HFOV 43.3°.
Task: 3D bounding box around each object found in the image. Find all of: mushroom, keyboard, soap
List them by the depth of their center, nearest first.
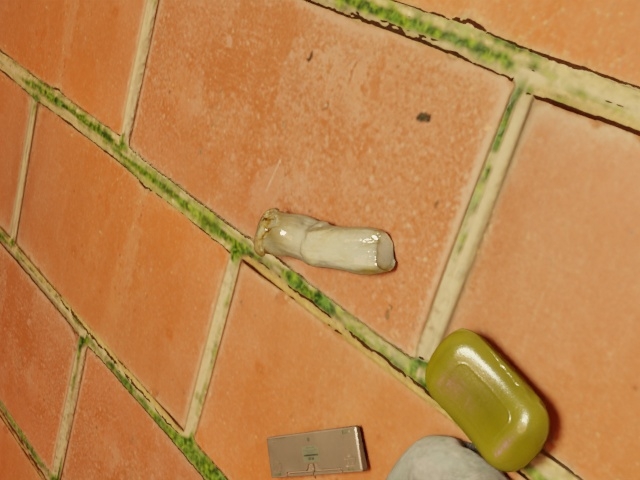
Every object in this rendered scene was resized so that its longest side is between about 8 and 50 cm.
[{"bbox_3d":[0.157,0.150,0.764,0.140,0.045,0.089,49,128,32],"label":"soap"},{"bbox_3d":[0.000,0.004,0.922,0.202,0.054,0.059,13,100,41],"label":"mushroom"},{"bbox_3d":[-0.006,0.256,0.964,0.166,0.017,0.055,-21,72,45],"label":"keyboard"}]

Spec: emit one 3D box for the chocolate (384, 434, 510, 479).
[{"bbox_3d":[0.149,0.330,0.751,0.303,0.100,0.185,43,125,40],"label":"chocolate"}]
